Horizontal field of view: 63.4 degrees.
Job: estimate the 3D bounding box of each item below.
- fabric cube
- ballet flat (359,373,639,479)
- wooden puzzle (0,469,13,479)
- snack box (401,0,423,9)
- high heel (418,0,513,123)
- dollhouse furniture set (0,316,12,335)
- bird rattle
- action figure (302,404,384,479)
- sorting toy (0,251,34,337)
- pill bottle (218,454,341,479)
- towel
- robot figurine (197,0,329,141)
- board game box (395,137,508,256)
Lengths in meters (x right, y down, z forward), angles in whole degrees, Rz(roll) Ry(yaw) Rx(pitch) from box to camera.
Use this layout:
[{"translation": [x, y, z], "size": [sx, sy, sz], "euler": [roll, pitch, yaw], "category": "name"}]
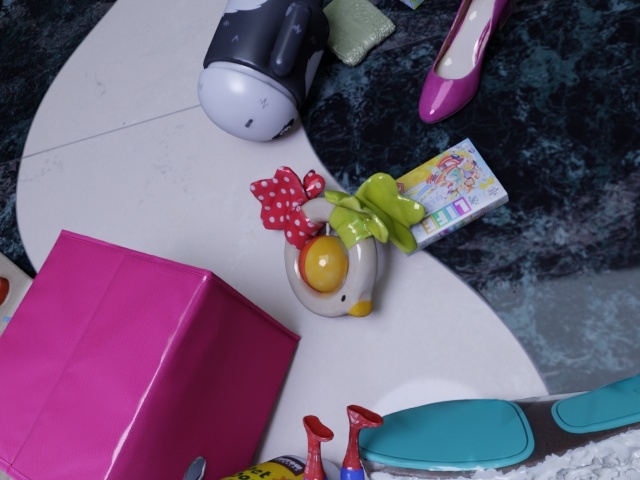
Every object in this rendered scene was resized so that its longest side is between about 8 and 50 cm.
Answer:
[{"translation": [-0.219, 0.173, 0.650], "size": [0.259, 0.254, 0.258], "euler": [12, 68, 28], "category": "fabric cube"}, {"translation": [0.236, 0.227, 0.518], "size": [0.409, 0.147, 0.147], "euler": [-17, 64, 18], "category": "ballet flat"}, {"translation": [-0.580, 0.368, 0.863], "size": [0.239, 0.044, 0.221], "euler": [26, 82, 30], "category": "wooden puzzle"}, {"translation": [0.170, -0.516, 0.869], "size": [0.207, 0.070, 0.174], "euler": [-41, 60, 3], "category": "snack box"}, {"translation": [0.205, -0.288, 0.735], "size": [0.082, 0.117, 0.244], "euler": [35, 86, 30], "category": "high heel"}, {"translation": [-0.376, 0.145, 0.781], "size": [0.129, 0.184, 0.129], "euler": [3, 71, 25], "category": "dollhouse furniture set"}, {"translation": [0.000, 0.000, 0.701], "size": [0.253, 0.143, 0.207], "euler": [5, 94, 39], "category": "bird rattle"}, {"translation": [0.038, 0.316, 0.478], "size": [0.139, 0.091, 0.280], "euler": [14, 104, 59], "category": "action figure"}, {"translation": [-0.690, 0.167, 0.993], "size": [0.229, 0.041, 0.307], "euler": [25, 81, 30], "category": "sorting toy"}, {"translation": [-0.063, 0.305, 0.554], "size": [0.117, 0.215, 0.117], "euler": [-3, 86, 39], "category": "pill bottle"}, {"translation": [0.050, -0.366, 0.887], "size": [0.110, 0.027, 0.148], "euler": [-41, 58, 3], "category": "towel"}, {"translation": [-0.086, -0.297, 0.834], "size": [0.174, 0.209, 0.278], "euler": [18, 82, 15], "category": "robot figurine"}, {"translation": [0.162, -0.059, 0.716], "size": [0.154, 0.026, 0.103], "euler": [-30, 61, 10], "category": "board game box"}]
